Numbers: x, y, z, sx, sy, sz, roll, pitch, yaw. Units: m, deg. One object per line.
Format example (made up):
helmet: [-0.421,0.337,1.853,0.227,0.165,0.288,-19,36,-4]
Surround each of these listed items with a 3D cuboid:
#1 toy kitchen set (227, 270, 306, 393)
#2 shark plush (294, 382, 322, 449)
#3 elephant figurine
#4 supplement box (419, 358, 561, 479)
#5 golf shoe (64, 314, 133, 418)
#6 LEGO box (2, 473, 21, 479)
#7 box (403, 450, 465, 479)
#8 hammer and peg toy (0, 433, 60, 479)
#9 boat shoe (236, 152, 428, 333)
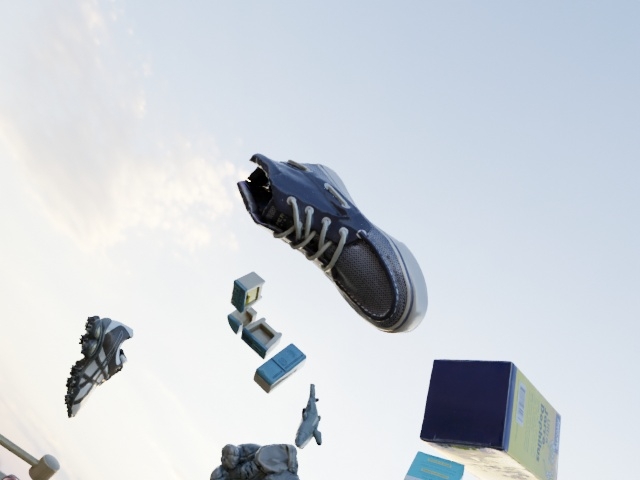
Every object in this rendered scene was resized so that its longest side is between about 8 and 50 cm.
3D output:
toy kitchen set: [-0.135,0.204,1.399,0.207,0.122,0.166,38,-43,22]
shark plush: [-0.024,0.425,1.494,0.073,0.161,0.067,4,-32,33]
elephant figurine: [-0.099,0.522,1.322,0.240,0.186,0.169,1,-36,28]
supplement box: [0.409,0.436,1.449,0.194,0.195,0.356,-7,-35,37]
golf shoe: [-0.396,0.233,1.107,0.077,0.094,0.198,42,-68,57]
LEGO box: [-0.448,0.546,0.594,0.372,0.500,0.193,30,-30,54]
box: [0.191,0.484,1.136,0.101,0.244,0.060,11,-75,21]
hammer and peg toy: [-0.771,0.602,1.468,0.266,0.127,0.361,42,-1,-13]
boat shoe: [0.000,0.000,0.874,0.340,0.158,0.127,51,-58,41]
